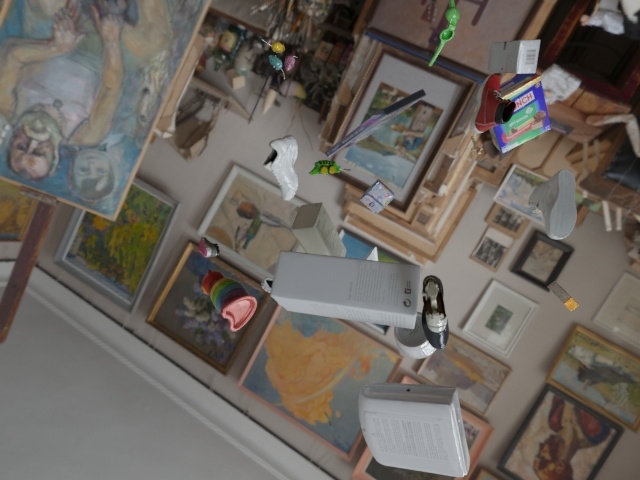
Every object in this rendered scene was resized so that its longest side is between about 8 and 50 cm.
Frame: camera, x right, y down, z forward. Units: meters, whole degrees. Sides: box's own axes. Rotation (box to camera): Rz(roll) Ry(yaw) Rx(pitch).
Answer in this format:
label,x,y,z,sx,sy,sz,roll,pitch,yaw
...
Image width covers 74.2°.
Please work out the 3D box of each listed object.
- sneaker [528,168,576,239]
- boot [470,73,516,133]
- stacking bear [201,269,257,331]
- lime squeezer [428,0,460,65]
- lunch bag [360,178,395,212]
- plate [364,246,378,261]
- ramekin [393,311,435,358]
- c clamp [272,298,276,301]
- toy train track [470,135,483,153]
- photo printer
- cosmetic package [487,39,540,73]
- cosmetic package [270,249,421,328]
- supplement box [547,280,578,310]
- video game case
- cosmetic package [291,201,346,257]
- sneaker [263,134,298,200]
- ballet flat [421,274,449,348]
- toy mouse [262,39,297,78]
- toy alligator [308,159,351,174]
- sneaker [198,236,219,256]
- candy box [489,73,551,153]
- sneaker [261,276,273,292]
label,x,y,z,sx,sy,sz,roll,pitch,yaw
sneaker,0.892,-0.114,1.647,0.108,0.293,0.169,23,158,-5
boot,0.675,-0.535,1.594,0.088,0.244,0.176,21,169,-21
stacking bear,-0.430,0.238,1.897,0.289,0.164,0.175,34,151,36
lime squeezer,0.486,-0.841,1.657,0.058,0.311,0.110,-10,-147,-31
lunch bag,0.170,-0.129,1.269,0.071,0.083,0.053,41,-158,-11
plate,0.267,0.211,2.383,0.045,0.278,0.277,1,-156,26
ramekin,0.432,0.422,1.926,0.207,0.207,0.109,32,171,38
c clamp,-0.161,0.268,2.011,0.160,0.022,0.137,-6,-177,14
toy train track,0.581,-0.359,1.581,0.048,0.083,0.014,-8,152,-7
photo printer,0.265,0.552,1.257,0.307,0.256,0.107,-8,-169,30
cosmetic package,0.736,-0.705,1.631,0.085,0.117,0.231,-4,-159,-7
cosmetic package,0.090,0.164,1.392,0.452,0.162,0.230,6,160,12
supplement box,0.884,0.201,1.543,0.062,0.036,0.098,36,-160,-29
video game case,0.155,-0.338,1.239,0.274,0.196,0.026,-23,100,55
cosmetic package,0.000,0.000,1.882,0.113,0.160,0.309,-6,132,27
sneaker,-0.143,-0.246,1.464,0.115,0.232,0.090,-13,-152,-24
ballet flat,0.305,0.186,1.142,0.074,0.203,0.074,1,156,0
toy mouse,-0.145,-0.704,1.652,0.161,0.143,0.031,-4,174,-41
toy alligator,0.036,-0.279,1.595,0.189,0.051,0.056,-11,-165,-32
sneaker,-0.498,0.032,1.902,0.074,0.063,0.170,9,-165,-31
candy box,0.979,-0.642,2.126,0.317,0.268,0.122,52,-163,-36
sneaker,-0.157,0.206,1.738,0.190,0.071,0.083,25,161,0
